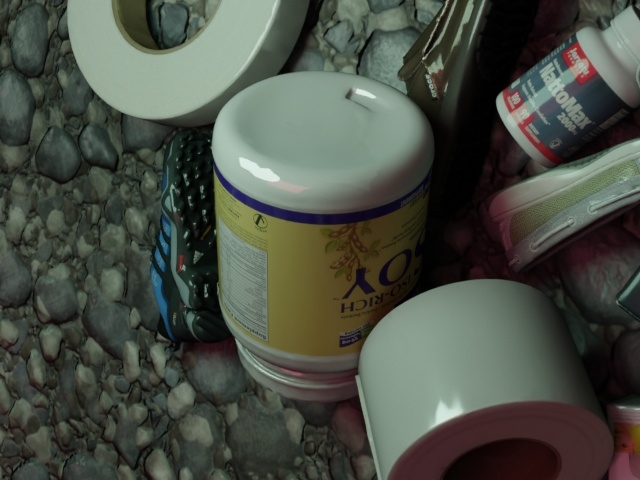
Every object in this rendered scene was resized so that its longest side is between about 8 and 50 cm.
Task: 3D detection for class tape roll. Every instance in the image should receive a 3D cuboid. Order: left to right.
[{"bbox_3d":[-0.190,-0.352,1.517,0.392,0.072,0.392,-4,83,31],"label":"tape roll"},{"bbox_3d":[0.173,0.184,1.176,0.246,0.246,0.169,-41,38,25],"label":"tape roll"}]

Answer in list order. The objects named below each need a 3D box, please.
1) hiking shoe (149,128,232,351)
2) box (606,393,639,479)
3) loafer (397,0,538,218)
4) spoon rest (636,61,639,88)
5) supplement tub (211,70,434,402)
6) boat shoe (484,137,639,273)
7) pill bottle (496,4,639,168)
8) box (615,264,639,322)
[{"bbox_3d":[-0.197,-0.003,1.518,0.132,0.113,0.304,-14,75,43],"label":"hiking shoe"},{"bbox_3d":[0.375,0.272,1.159,0.114,0.103,0.203,-1,89,33],"label":"box"},{"bbox_3d":[0.149,-0.214,1.285,0.130,0.134,0.366,24,102,30],"label":"loafer"},{"bbox_3d":[0.403,-0.183,1.039,0.137,0.276,0.084,22,66,-3],"label":"spoon rest"},{"bbox_3d":[0.000,0.000,1.255,0.241,0.241,0.331,28,136,29],"label":"supplement tub"},{"bbox_3d":[0.331,-0.050,1.187,0.320,0.118,0.103,-19,86,35],"label":"boat shoe"},{"bbox_3d":[0.295,-0.173,1.209,0.180,0.108,0.108,-39,70,26],"label":"pill bottle"},{"bbox_3d":[0.604,0.006,0.909,0.480,0.297,0.472,40,108,26],"label":"box"}]
